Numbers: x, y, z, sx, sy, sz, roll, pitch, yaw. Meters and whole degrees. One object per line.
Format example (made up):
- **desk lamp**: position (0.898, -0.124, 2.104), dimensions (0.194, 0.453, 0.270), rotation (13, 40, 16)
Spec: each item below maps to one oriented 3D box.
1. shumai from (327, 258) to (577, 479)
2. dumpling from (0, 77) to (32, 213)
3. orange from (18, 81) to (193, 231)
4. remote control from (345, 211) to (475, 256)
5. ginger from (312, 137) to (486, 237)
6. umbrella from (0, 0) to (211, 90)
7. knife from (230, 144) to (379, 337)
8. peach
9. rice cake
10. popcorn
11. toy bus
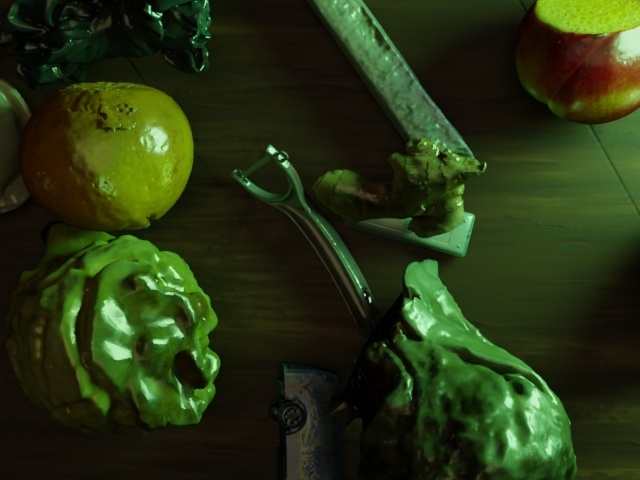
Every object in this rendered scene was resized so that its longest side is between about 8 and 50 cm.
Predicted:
- **shumai**: position (0.158, 0.161, 1.538), dimensions (0.292, 0.330, 0.288), rotation (-1, 86, -9)
- **dumpling**: position (-0.414, -0.122, 1.686), dimensions (0.134, 0.100, 0.169), rotation (11, 68, -25)
- **orange**: position (-0.265, -0.106, 1.614), dimensions (0.219, 0.219, 0.193), rotation (-8, 87, 3)
- **remote control**: position (0.116, -0.026, 1.687), dimensions (0.162, 0.029, 0.061), rotation (14, 92, 5)
- **ginger**: position (0.098, -0.073, 1.629), dimensions (0.214, 0.059, 0.133), rotation (13, 125, 12)
- **umbrella**: position (-0.304, -0.261, 1.632), dimensions (0.349, 0.094, 0.143), rotation (-4, 109, 13)
- **knife**: position (0.002, -0.001, 1.669), dimensions (0.053, 0.123, 0.278), rotation (-39, 96, -28)
- **peach**: position (0.341, -0.243, 1.602), dimensions (0.190, 0.190, 0.192), rotation (31, 109, 3)
- **rice cake**: position (0.064, -0.242, 1.674), dimensions (0.064, 0.070, 0.399), rotation (-36, 87, 6)
- **popcorn**: position (-0.244, 0.118, 1.599), dimensions (0.293, 0.237, 0.292), rotation (11, 73, -38)
- **toy bus**: position (-0.015, 0.276, 1.670), dimensions (0.094, 0.079, 0.236), rotation (-1, 89, -13)
